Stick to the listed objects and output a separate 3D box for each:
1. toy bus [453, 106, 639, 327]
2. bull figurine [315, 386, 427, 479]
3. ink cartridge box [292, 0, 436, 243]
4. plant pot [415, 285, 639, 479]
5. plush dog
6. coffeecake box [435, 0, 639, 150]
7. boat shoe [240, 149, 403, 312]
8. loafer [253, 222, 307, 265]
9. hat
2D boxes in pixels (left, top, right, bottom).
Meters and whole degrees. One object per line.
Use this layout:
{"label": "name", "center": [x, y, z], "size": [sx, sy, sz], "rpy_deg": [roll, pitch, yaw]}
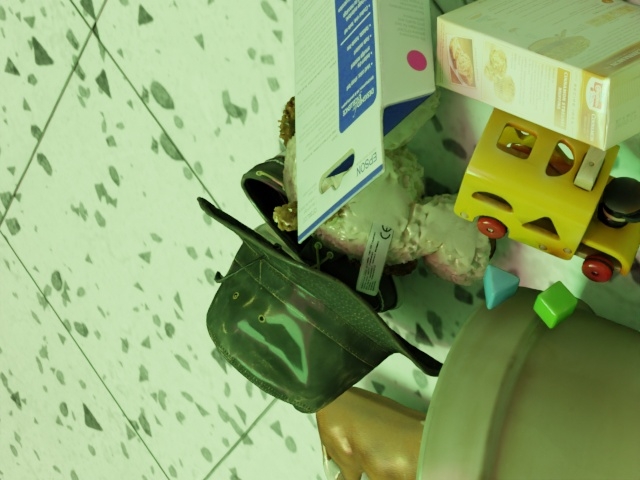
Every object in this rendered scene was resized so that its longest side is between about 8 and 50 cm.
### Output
{"label": "toy bus", "center": [0.218, -0.043, 1.409], "size": [0.104, 0.202, 0.191], "rpy_deg": [98, 150, -63]}
{"label": "bull figurine", "center": [0.118, 0.261, 1.802], "size": [0.310, 0.101, 0.188], "rpy_deg": [25, 131, 40]}
{"label": "ink cartridge box", "center": [0.034, -0.193, 1.491], "size": [0.176, 0.069, 0.371], "rpy_deg": [140, 136, -56]}
{"label": "plant pot", "center": [0.279, 0.215, 1.449], "size": [0.280, 0.323, 0.323], "rpy_deg": [7, 118, 29]}
{"label": "plush dog", "center": [0.032, -0.050, 1.666], "size": [0.262, 0.210, 0.225], "rpy_deg": [66, 167, -5]}
{"label": "coffeecake box", "center": [0.214, -0.156, 1.392], "size": [0.185, 0.142, 0.068], "rpy_deg": [27, 130, 39]}
{"label": "boat shoe", "center": [0.000, 0.000, 1.810], "size": [0.228, 0.068, 0.081], "rpy_deg": [49, 142, 19]}
{"label": "loafer", "center": [-0.034, 0.027, 1.892], "size": [0.125, 0.039, 0.045], "rpy_deg": [46, 140, 22]}
{"label": "hat", "center": [-0.028, 0.094, 1.682], "size": [0.331, 0.134, 0.331], "rpy_deg": [36, 176, 3]}
